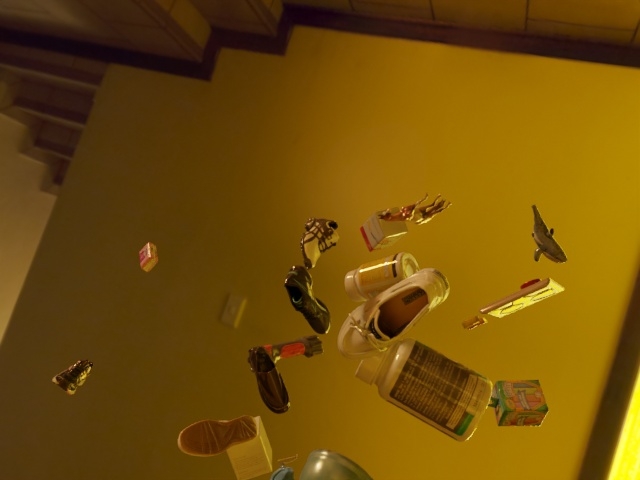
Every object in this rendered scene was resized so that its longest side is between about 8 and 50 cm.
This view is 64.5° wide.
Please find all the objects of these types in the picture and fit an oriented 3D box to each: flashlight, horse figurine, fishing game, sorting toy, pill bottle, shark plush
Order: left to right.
[{"bbox_3d":[-0.170,1.060,2.166,0.189,0.264,0.041,-33,118,33],"label":"fishing game"},{"bbox_3d":[-0.129,0.439,1.975,0.304,0.103,0.103,-3,170,-34],"label":"flashlight"},{"bbox_3d":[0.183,0.115,1.520,0.208,0.119,0.119,-19,152,36],"label":"pill bottle"},{"bbox_3d":[0.357,-0.108,1.832,0.263,0.066,0.174,-3,153,-43],"label":"horse figurine"},{"bbox_3d":[0.299,0.416,1.503,0.361,0.204,0.204,27,178,12],"label":"pill bottle"},{"bbox_3d":[0.551,0.187,1.506,0.307,0.041,0.229,-31,155,26],"label":"sorting toy"},{"bbox_3d":[0.592,-0.018,1.314,0.073,0.161,0.067,-9,177,-9],"label":"shark plush"}]

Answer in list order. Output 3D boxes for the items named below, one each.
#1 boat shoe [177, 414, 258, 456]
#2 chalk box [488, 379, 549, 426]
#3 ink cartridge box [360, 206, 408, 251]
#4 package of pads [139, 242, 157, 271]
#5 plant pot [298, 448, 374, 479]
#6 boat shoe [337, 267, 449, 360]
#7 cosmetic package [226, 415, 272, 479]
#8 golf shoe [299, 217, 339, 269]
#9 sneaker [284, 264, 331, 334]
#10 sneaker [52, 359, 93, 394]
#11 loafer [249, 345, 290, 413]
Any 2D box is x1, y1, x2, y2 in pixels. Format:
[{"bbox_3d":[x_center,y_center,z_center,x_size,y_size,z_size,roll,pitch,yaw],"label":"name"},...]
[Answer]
[{"bbox_3d":[-0.311,0.581,1.490,0.096,0.098,0.277,-31,153,32],"label":"boat shoe"},{"bbox_3d":[0.741,0.629,1.958,0.213,0.132,0.132,-3,135,2],"label":"chalk box"},{"bbox_3d":[0.282,-0.049,2.259,0.128,0.127,0.176,-14,162,-23],"label":"ink cartridge box"},{"bbox_3d":[-0.508,0.049,1.496,0.032,0.050,0.083,39,-168,-38],"label":"package of pads"},{"bbox_3d":[0.035,0.893,1.727,0.293,0.293,0.196,17,-141,25],"label":"plant pot"},{"bbox_3d":[0.148,0.208,1.239,0.136,0.367,0.156,56,-146,8],"label":"boat shoe"},{"bbox_3d":[-0.300,0.875,2.134,0.151,0.184,0.151,-16,-168,-2],"label":"cosmetic package"},{"bbox_3d":[0.000,0.000,1.358,0.093,0.198,0.077,-4,129,12],"label":"golf shoe"},{"bbox_3d":[-0.053,0.220,1.729,0.101,0.267,0.106,-18,-162,29],"label":"sneaker"},{"bbox_3d":[-0.699,0.377,1.446,0.072,0.077,0.178,39,171,-10],"label":"sneaker"},{"bbox_3d":[-0.158,0.415,1.525,0.220,0.080,0.078,59,161,21],"label":"loafer"}]
